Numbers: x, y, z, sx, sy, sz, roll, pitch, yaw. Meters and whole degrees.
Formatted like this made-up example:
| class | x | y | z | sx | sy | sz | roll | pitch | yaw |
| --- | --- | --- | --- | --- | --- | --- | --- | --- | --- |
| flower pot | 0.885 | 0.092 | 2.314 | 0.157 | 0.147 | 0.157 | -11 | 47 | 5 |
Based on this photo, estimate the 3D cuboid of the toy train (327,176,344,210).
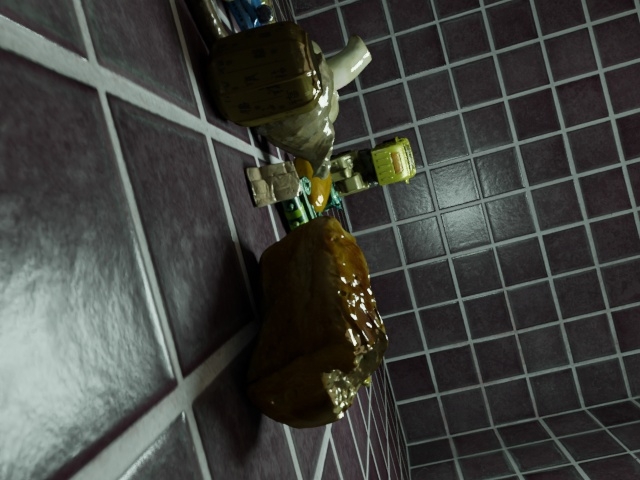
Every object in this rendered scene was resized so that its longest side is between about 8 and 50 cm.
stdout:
| class | x | y | z | sx | sy | sz | roll | pitch | yaw |
| --- | --- | --- | --- | --- | --- | --- | --- | --- | --- |
| toy train | -0.006 | -0.166 | 1.671 | 0.203 | 0.112 | 0.163 | 35 | 35 | -80 |

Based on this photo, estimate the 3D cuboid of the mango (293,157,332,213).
| class | x | y | z | sx | sy | sz | roll | pitch | yaw |
| --- | --- | --- | --- | --- | --- | --- | --- | --- | --- |
| mango | -0.023 | -0.164 | 1.482 | 0.147 | 0.109 | 0.228 | 51 | 23 | -45 |

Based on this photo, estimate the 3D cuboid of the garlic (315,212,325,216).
| class | x | y | z | sx | sy | sz | roll | pitch | yaw |
| --- | --- | --- | --- | --- | --- | --- | --- | --- | --- |
| garlic | 0.000 | 0.000 | 1.383 | 0.147 | 0.101 | 0.159 | 57 | 20 | -72 |

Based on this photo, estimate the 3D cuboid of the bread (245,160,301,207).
| class | x | y | z | sx | sy | sz | roll | pitch | yaw |
| --- | --- | --- | --- | --- | --- | --- | --- | --- | --- |
| bread | -0.115 | -0.109 | 1.030 | 0.152 | 0.105 | 0.078 | -6 | -79 | 65 |

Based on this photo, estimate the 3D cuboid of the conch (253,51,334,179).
| class | x | y | z | sx | sy | sz | roll | pitch | yaw |
| --- | --- | --- | --- | --- | --- | --- | --- | --- | --- |
| conch | -0.067 | -0.297 | 1.168 | 0.263 | 0.186 | 0.325 | -104 | -169 | -60 |

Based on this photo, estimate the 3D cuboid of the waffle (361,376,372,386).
| class | x | y | z | sx | sy | sz | roll | pitch | yaw |
| --- | --- | --- | --- | --- | --- | --- | --- | --- | --- |
| waffle | 0.121 | 0.368 | 1.769 | 0.301 | 0.058 | 0.282 | 63 | 13 | -56 |

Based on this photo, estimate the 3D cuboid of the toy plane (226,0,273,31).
| class | x | y | z | sx | sy | sz | roll | pitch | yaw |
| --- | --- | --- | --- | --- | --- | --- | --- | --- | --- |
| toy plane | -0.172 | -0.546 | 1.174 | 0.254 | 0.104 | 0.272 | -122 | -163 | -65 |

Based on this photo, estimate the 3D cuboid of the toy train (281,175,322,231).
| class | x | y | z | sx | sy | sz | roll | pitch | yaw |
| --- | --- | --- | --- | --- | --- | --- | --- | --- | --- |
| toy train | -0.048 | -0.062 | 1.224 | 0.132 | 0.083 | 0.200 | -84 | 156 | -53 |

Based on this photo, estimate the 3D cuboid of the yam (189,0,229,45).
| class | x | y | z | sx | sy | sz | roll | pitch | yaw |
| --- | --- | --- | --- | --- | --- | --- | --- | --- | --- |
| yam | -0.193 | -0.385 | 0.895 | 0.045 | 0.045 | 0.327 | 52 | -10 | 40 |

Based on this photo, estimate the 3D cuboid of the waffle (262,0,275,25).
| class | x | y | z | sx | sy | sz | roll | pitch | yaw |
| --- | --- | --- | --- | --- | --- | --- | --- | --- | --- |
| waffle | -0.191 | -0.771 | 1.640 | 0.309 | 0.056 | 0.292 | 62 | 15 | -65 |

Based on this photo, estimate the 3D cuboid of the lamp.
| class | x | y | z | sx | sy | sz | roll | pitch | yaw |
| --- | --- | --- | --- | --- | --- | --- | --- | --- | --- |
| lamp | -0.096 | -0.284 | 0.880 | 0.161 | 0.184 | 0.162 | -14 | 90 | -80 |

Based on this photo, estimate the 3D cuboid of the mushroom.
| class | x | y | z | sx | sy | sz | roll | pitch | yaw |
| --- | --- | --- | --- | --- | --- | --- | --- | --- | --- |
| mushroom | -0.030 | -0.574 | 1.772 | 0.315 | 0.314 | 0.357 | -41 | 151 | -82 |

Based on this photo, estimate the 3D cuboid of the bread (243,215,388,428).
| class | x | y | z | sx | sy | sz | roll | pitch | yaw |
| --- | --- | --- | --- | --- | --- | --- | --- | --- | --- |
| bread | -0.007 | 0.112 | 0.760 | 0.149 | 0.195 | 0.344 | 49 | 19 | -27 |

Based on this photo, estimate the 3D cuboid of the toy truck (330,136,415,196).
| class | x | y | z | sx | sy | sz | roll | pitch | yaw |
| --- | --- | --- | --- | --- | --- | --- | --- | --- | --- |
| toy truck | 0.153 | -0.269 | 1.960 | 0.254 | 0.404 | 0.181 | -50 | 126 | -69 |
